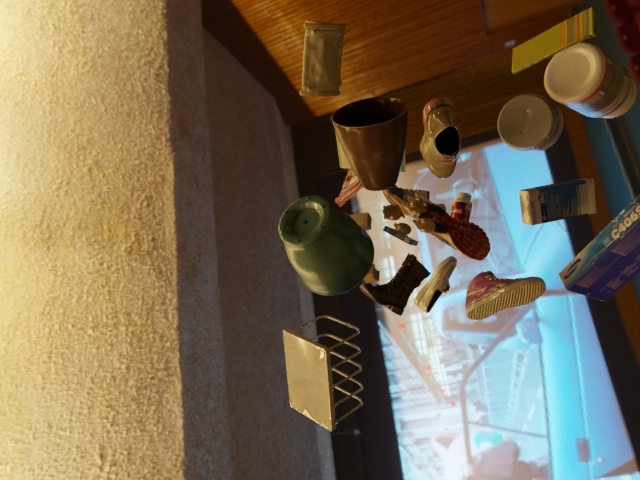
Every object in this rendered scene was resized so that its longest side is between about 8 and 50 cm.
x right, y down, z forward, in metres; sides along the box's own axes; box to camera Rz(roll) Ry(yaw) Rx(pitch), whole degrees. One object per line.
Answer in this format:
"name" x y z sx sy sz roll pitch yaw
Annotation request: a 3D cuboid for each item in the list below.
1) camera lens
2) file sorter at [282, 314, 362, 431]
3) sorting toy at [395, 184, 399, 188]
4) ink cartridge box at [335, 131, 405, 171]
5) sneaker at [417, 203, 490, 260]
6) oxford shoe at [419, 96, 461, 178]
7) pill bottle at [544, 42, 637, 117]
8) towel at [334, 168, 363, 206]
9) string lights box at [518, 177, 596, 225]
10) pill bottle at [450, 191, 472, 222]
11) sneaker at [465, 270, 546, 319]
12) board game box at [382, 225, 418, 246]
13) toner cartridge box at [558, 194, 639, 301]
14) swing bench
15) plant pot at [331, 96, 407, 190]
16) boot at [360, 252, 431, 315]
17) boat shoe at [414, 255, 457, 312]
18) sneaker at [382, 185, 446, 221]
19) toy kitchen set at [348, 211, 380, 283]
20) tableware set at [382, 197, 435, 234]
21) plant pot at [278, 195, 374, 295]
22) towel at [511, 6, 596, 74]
"camera lens" 0.828 -0.459 2.084 0.274 0.219 0.219 -14 -91 -58
"file sorter" 0.019 0.405 1.663 0.173 0.192 0.278 -19 -67 -40
"sorting toy" 0.266 -0.313 2.538 0.274 0.046 0.132 40 -163 -1
"ink cartridge box" 0.173 -0.320 1.785 0.056 0.235 0.171 -66 -26 -45
"sneaker" 0.498 -0.035 1.971 0.299 0.121 0.112 37 177 8
"oxford shoe" 0.444 -0.333 1.936 0.397 0.140 0.147 61 -164 -55
"pill bottle" 0.996 -0.568 1.929 0.363 0.210 0.210 4 -111 -41
"towel" 0.174 -0.304 2.131 0.037 0.237 0.329 36 -134 -15
"string lights box" 0.890 -0.147 1.986 0.077 0.259 0.133 -124 24 -79
"pill bottle" 0.617 -0.130 2.319 0.086 0.086 0.152 36 -114 -63
"sneaker" 0.603 0.145 1.763 0.102 0.282 0.161 40 -139 -28
"board game box" 0.237 -0.012 1.555 0.020 0.090 0.090 -63 -23 8
"toner cartridge box" 0.903 0.032 1.588 0.165 0.348 0.075 17 -141 -17
"swing bench" 0.012 -0.697 2.021 0.255 0.165 0.253 -90 5 -65
"plant pot" 0.159 -0.270 1.544 0.215 0.215 0.230 -79 -21 -54
"boot" 0.289 0.148 2.024 0.263 0.229 0.091 32 179 -36
"boat shoe" 0.494 0.186 2.184 0.095 0.258 0.084 16 -159 -48
"sneaker" 0.392 -0.168 2.222 0.296 0.131 0.112 39 175 20
"toy kitchen set" 0.139 0.032 1.928 0.166 0.122 0.207 48 -138 -53
"tableware set" 0.293 -0.073 1.743 0.141 0.168 0.020 60 -145 -30
"plant pot" 0.000 0.000 1.685 0.255 0.271 0.272 50 -150 -48
"towel" 0.645 -0.552 1.472 0.021 0.237 0.102 29 -120 -31
